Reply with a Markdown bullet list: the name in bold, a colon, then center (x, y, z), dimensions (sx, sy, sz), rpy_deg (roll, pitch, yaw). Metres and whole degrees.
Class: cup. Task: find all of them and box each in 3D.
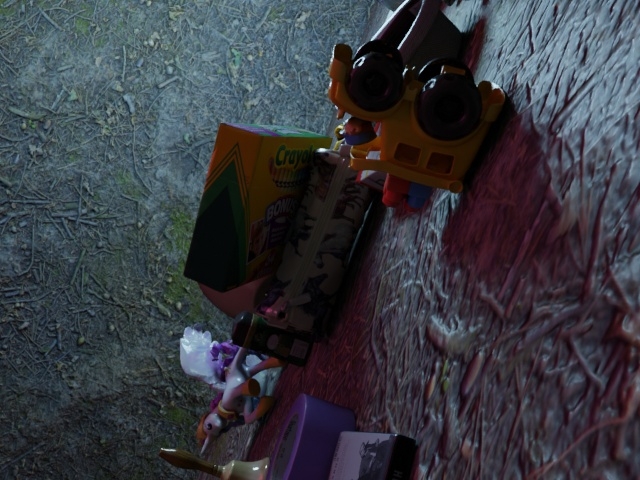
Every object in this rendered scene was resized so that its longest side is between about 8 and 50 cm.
- **cup**: center (-0.132, 0.096, 1.810), dimensions (0.237, 0.331, 0.331), rpy_deg (46, 118, 56)

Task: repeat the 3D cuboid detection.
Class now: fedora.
- **fedora**: center (0.157, -0.319, 1.287), dimensions (0.275, 0.124, 0.243), rpy_deg (-48, 20, 28)

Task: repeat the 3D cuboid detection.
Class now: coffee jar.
- **coffee jar**: center (-0.116, 0.226, 1.635), dimensions (0.096, 0.185, 0.079), rpy_deg (-127, 57, -82)

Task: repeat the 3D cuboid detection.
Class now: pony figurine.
- **pony figurine**: center (-0.239, 0.386, 1.982), dimensions (0.363, 0.303, 0.350), rpy_deg (-45, 30, 38)

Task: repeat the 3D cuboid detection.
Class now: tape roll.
- **tape roll**: center (-0.019, 0.328, 1.046), dimensions (0.189, 0.080, 0.188), rpy_deg (-160, 90, -82)

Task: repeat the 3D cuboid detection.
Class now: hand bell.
- **hand bell**: center (-0.248, 0.517, 1.594), dimensions (0.126, 0.242, 0.126), rpy_deg (-160, 90, -82)

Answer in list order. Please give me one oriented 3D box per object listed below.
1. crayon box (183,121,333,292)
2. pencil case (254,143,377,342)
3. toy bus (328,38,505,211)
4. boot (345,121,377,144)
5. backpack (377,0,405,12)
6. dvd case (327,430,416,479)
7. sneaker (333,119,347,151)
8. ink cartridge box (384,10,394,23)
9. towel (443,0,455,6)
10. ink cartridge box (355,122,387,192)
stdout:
- **crayon box**: center (-0.119, -0.082, 1.484), dimensions (0.363, 0.106, 0.312), rpy_deg (-20, -51, -67)
- **pencil case**: center (0.000, 0.000, 1.484), dimensions (0.183, 0.160, 0.410), rpy_deg (-136, 66, -88)
- **toy bus**: center (0.102, -0.141, 0.926), dimensions (0.149, 0.220, 0.211), rpy_deg (-76, 2, -63)
- **boot**: center (0.125, -0.300, 1.740), dimensions (0.123, 0.095, 0.258), rpy_deg (-89, 11, -53)
- **backpack**: center (0.200, -0.600, 1.631), dimensions (0.144, 0.166, 0.188), rpy_deg (-59, 7, 12)
- **dvd case**: center (0.040, 0.316, 0.834), dimensions (0.238, 0.030, 0.179), rpy_deg (130, 159, -72)
- **sneaker**: center (0.093, -0.312, 1.937), dimensions (0.088, 0.093, 0.225), rpy_deg (119, 170, -50)
- **ink cartridge box**: center (0.196, -0.567, 2.036), dimensions (0.235, 0.056, 0.171), rpy_deg (-76, 10, -55)
- **towel**: center (0.320, -0.657, 1.331), dimensions (0.324, 0.056, 0.312), rpy_deg (126, 163, -63)
- **ink cartridge box**: center (0.134, -0.158, 1.244), dimensions (0.231, 0.078, 0.134), rpy_deg (165, 125, -82)
